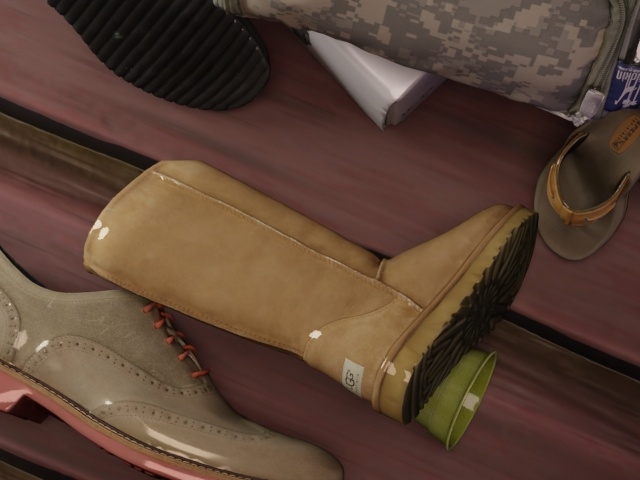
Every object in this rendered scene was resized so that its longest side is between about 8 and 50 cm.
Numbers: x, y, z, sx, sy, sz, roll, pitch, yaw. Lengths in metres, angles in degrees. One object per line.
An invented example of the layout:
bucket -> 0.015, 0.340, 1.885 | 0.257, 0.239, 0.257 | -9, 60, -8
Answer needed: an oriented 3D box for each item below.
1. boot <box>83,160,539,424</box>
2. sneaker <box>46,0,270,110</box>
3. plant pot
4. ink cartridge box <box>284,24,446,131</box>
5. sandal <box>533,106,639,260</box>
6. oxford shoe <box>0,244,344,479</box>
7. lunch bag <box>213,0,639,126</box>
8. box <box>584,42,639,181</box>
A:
boot -> 0.000, 0.000, 1.190 | 0.269, 0.089, 0.236 | 26, 42, 22
sneaker -> -0.160, -0.235, 1.204 | 0.330, 0.146, 0.122 | 38, 132, -19
plant pot -> 0.080, 0.105, 1.204 | 0.079, 0.083, 0.083 | 25, 87, 15
ink cartridge box -> 0.027, -0.273, 1.202 | 0.226, 0.131, 0.306 | -44, 85, -2
sandal -> 0.199, -0.045, 1.167 | 0.072, 0.180, 0.049 | 41, 53, 10
oxford shoe -> -0.130, 0.101, 1.185 | 0.348, 0.123, 0.130 | 23, 81, 2
lunch bag -> 0.090, -0.229, 1.030 | 0.305, 0.212, 0.256 | 16, 122, 3
box -> 0.340, -0.066, 1.200 | 0.290, 0.087, 0.169 | 44, 88, 4
